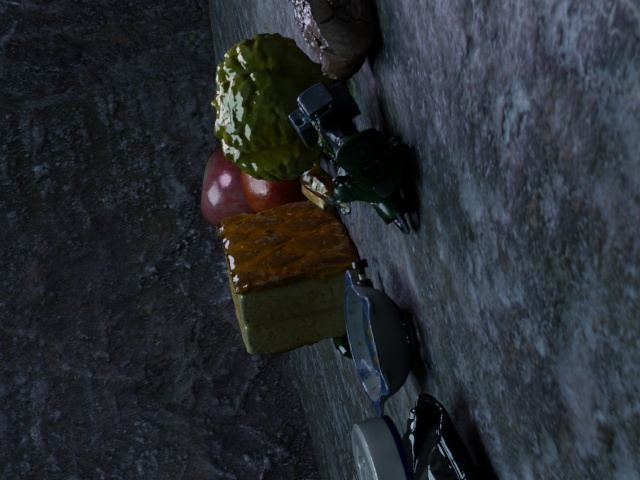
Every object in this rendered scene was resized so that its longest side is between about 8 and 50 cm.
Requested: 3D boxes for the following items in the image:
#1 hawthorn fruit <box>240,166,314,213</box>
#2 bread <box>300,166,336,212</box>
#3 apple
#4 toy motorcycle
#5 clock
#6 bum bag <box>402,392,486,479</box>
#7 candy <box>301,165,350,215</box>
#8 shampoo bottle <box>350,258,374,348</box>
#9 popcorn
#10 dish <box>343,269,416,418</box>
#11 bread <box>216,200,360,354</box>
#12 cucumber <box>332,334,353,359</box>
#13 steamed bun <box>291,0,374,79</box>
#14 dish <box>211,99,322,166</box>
[{"bbox_3d":[-0.079,-0.140,1.825,0.225,0.196,0.196,3,107,56],"label":"hawthorn fruit"},{"bbox_3d":[-0.003,-0.111,1.670,0.106,0.053,0.072,46,147,45],"label":"bread"},{"bbox_3d":[-0.254,-0.170,2.558,0.345,0.269,0.344,-172,90,-86],"label":"apple"},{"bbox_3d":[0.045,-0.134,1.137,0.274,0.125,0.187,56,179,32],"label":"toy motorcycle"},{"bbox_3d":[0.131,0.490,1.621,0.230,0.083,0.230,170,90,-82],"label":"clock"},{"bbox_3d":[0.195,0.368,1.036,0.144,0.095,0.340,97,154,-44],"label":"bum bag"},{"bbox_3d":[-0.002,-0.117,1.587,0.182,0.046,0.053,45,141,28],"label":"candy"},{"bbox_3d":[0.097,0.152,1.429,0.068,0.067,0.236,169,90,-71],"label":"shampoo bottle"},{"bbox_3d":[-0.082,-0.240,1.421,0.270,0.258,0.224,41,-152,-6],"label":"popcorn"},{"bbox_3d":[0.112,0.171,1.291,0.228,0.086,0.236,-130,29,-68],"label":"dish"},{"bbox_3d":[-0.065,0.073,1.667,0.279,0.279,0.207,-119,21,-51],"label":"bread"},{"bbox_3d":[0.050,0.191,1.767,0.227,0.069,0.069,-109,11,-57],"label":"cucumber"},{"bbox_3d":[0.015,-0.333,1.148,0.145,0.106,0.175,155,100,-80],"label":"steamed bun"},{"bbox_3d":[-0.094,-0.268,1.653,0.108,0.262,0.221,-60,14,-1],"label":"dish"}]
